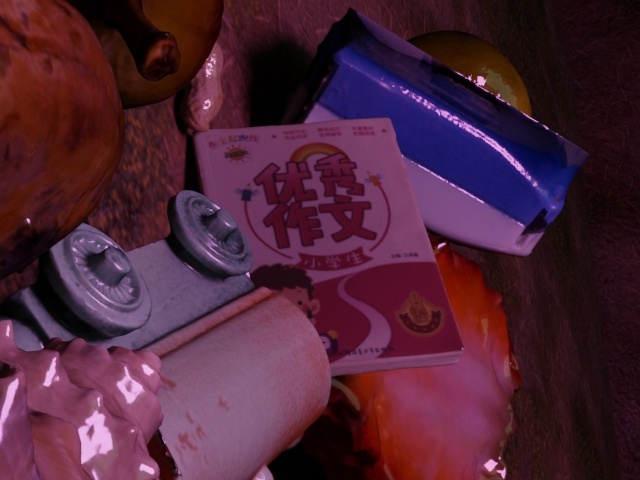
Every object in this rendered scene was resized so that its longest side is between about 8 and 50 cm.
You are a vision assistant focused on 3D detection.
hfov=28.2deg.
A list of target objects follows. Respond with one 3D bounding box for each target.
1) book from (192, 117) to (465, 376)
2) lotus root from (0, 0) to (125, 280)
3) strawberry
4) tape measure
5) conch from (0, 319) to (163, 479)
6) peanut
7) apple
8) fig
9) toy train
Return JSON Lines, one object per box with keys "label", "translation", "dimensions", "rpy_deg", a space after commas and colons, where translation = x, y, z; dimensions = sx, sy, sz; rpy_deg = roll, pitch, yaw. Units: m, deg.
{"label": "book", "translation": [0.000, 0.000, 0.940], "dimensions": [0.022, 0.162, 0.232], "rpy_deg": [102, -20, -50]}
{"label": "lotus root", "translation": [-0.179, -0.061, 0.502], "dimensions": [0.291, 0.193, 0.193], "rpy_deg": [7, 71, -69]}
{"label": "strawberry", "translation": [0.040, 0.117, 1.079], "dimensions": [0.336, 0.149, 0.265], "rpy_deg": [37, 55, -47]}
{"label": "tape measure", "translation": [0.091, -0.100, 1.195], "dimensions": [0.259, 0.138, 0.262], "rpy_deg": [31, 9, -12]}
{"label": "conch", "translation": [-0.133, 0.137, 0.415], "dimensions": [0.263, 0.186, 0.324], "rpy_deg": [98, 8, -47]}
{"label": "peanut", "translation": [-0.092, -0.122, 0.993], "dimensions": [0.037, 0.037, 0.083], "rpy_deg": [45, 37, -57]}
{"label": "apple", "translation": [0.141, -0.141, 1.448], "dimensions": [0.157, 0.196, 0.196], "rpy_deg": [-135, -156, -69]}
{"label": "fig", "translation": [-0.119, -0.136, 0.704], "dimensions": [0.274, 0.145, 0.170], "rpy_deg": [-126, -163, -65]}
{"label": "toy train", "translation": [-0.085, 0.072, 0.691], "dimensions": [0.177, 0.116, 0.285], "rpy_deg": [52, 17, 4]}
